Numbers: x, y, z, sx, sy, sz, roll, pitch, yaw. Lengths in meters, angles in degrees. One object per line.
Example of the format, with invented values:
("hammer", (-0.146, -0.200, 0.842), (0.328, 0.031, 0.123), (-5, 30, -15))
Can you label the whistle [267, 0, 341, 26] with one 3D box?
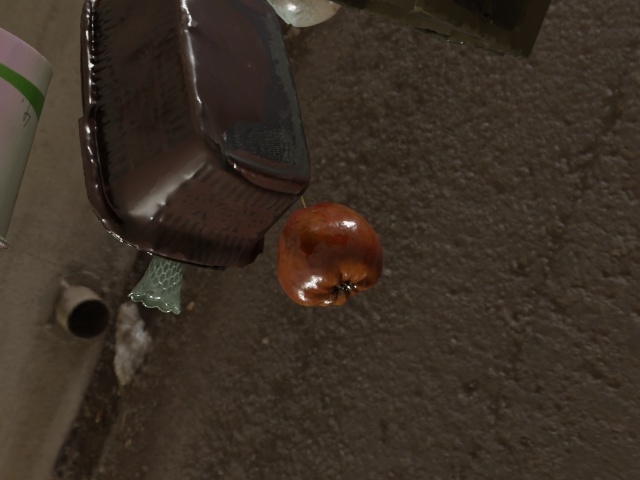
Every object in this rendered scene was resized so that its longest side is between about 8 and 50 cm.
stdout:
("whistle", (-0.057, -0.482, 1.268), (0.189, 0.348, 0.189), (-9, 70, 28))

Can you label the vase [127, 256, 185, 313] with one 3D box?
("vase", (-0.221, 0.026, 1.135), (0.081, 0.081, 0.149), (-2, 64, 48))

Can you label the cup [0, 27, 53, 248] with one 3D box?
("cup", (-0.500, -0.150, 1.029), (0.253, 0.253, 0.274), (4, 73, 49))

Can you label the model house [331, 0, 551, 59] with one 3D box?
("model house", (0.103, -0.276, 0.555), (0.211, 0.204, 0.243), (32, 109, 43))

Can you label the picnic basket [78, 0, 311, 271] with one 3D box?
("picnic basket", (-0.108, -0.130, 0.744), (0.129, 0.222, 0.297), (-29, 59, 34))

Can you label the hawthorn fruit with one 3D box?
("hawthorn fruit", (0.004, 0.016, 0.876), (0.140, 0.125, 0.125), (28, 95, 39))
